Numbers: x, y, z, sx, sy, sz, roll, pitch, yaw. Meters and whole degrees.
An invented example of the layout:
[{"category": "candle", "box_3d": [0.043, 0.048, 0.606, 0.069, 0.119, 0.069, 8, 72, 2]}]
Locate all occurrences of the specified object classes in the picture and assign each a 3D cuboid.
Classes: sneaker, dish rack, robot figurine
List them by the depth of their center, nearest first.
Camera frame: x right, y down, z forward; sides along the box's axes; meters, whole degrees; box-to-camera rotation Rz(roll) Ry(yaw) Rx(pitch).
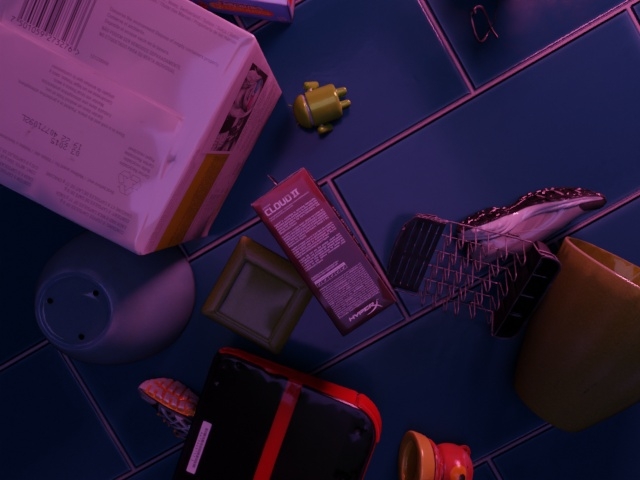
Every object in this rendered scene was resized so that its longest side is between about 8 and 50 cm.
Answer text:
[{"category": "dish rack", "box_3d": [0.264, 0.062, 0.853, 0.272, 0.074, 0.208, 15, 126, 3]}, {"category": "sneaker", "box_3d": [0.404, -0.029, 0.885, 0.272, 0.100, 0.108, -20, 102, 9]}, {"category": "robot figurine", "box_3d": [-0.001, -0.259, 0.890, 0.115, 0.067, 0.101, -19, 101, 3]}, {"category": "sneaker", "box_3d": [-0.278, 0.355, 0.933, 0.215, 0.084, 0.083, 31, 99, -1]}]

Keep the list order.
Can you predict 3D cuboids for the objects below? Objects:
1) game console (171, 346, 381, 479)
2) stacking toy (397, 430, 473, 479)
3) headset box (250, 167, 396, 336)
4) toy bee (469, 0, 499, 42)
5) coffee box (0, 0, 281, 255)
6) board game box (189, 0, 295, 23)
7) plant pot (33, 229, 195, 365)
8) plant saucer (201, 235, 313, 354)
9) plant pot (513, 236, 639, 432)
[{"category": "game console", "box_3d": [-0.094, 0.431, 0.870, 0.342, 0.060, 0.386, 20, 93, 6]}, {"category": "stacking toy", "box_3d": [0.228, 0.546, 0.838, 0.130, 0.279, 0.308, 10, 93, -10]}, {"category": "headset box", "box_3d": [0.000, 0.000, 0.832, 0.110, 0.218, 0.293, -35, 93, 4]}, {"category": "toy bee", "box_3d": [0.377, -0.523, 0.814, 0.195, 0.162, 0.298, -17, 105, -41]}, {"category": "coffee box", "box_3d": [-0.304, -0.213, 0.770, 0.338, 0.334, 0.338, 28, 96, -1]}, {"category": "board game box", "box_3d": [-0.181, -0.597, 0.865, 0.308, 0.086, 0.301, 10, 94, 1]}, {"category": "plant pot", "box_3d": [-0.407, 0.111, 0.864, 0.290, 0.195, 0.290, 0, 94, 2]}, {"category": "plant saucer", "box_3d": [-0.125, 0.116, 0.929, 0.188, 0.045, 0.188, 29, 94, 0]}, {"category": "plant pot", "box_3d": [0.485, 0.187, 0.825, 0.275, 0.275, 0.293, 26, 110, 0]}]
